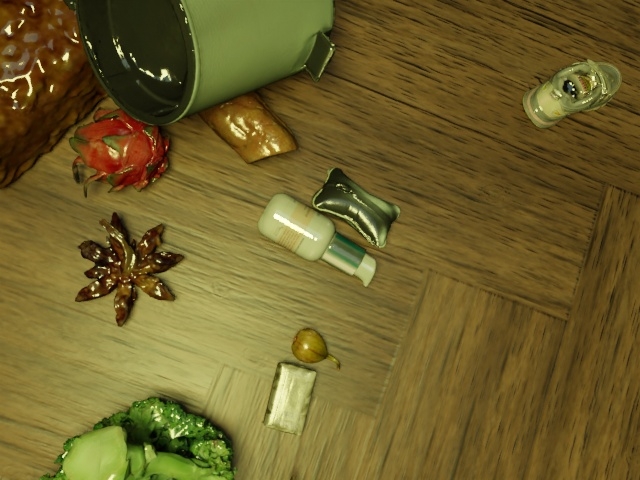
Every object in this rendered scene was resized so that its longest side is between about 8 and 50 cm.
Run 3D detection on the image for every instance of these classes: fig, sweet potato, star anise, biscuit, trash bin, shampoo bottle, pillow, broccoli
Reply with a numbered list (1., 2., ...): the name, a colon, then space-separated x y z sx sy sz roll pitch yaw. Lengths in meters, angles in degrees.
1. fig: -0.005 0.168 0.915 0.083 0.050 0.050 34 79 -11
2. sweet potato: -0.143 -0.200 0.934 0.252 0.097 0.097 40 79 7
3. star anise: -0.283 0.043 0.897 0.168 0.057 0.167 0 90 -10
4. biscuit: -0.459 -0.318 0.877 0.343 0.166 0.395 40 80 3
5. trash bin: -0.143 -0.293 0.798 0.277 0.217 0.262 44 47 11
6. shampoo bottle: 0.000 0.000 0.926 0.192 0.074 0.074 29 79 -2
7. pillow: 0.056 -0.053 0.951 0.136 0.091 0.055 34 117 -5
8. broccoli: -0.233 0.316 0.754 0.270 0.270 0.270 -2 54 2

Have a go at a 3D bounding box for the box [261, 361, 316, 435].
1. box: -0.046 0.232 0.899 0.062 0.045 0.098 17 78 -4

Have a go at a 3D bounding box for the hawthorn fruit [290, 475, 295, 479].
1. hawthorn fruit: -0.011 0.429 0.809 0.197 0.196 0.225 -16 67 -9

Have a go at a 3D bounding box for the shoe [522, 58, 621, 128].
1. shoe: 0.429 -0.257 1.010 0.180 0.092 0.089 -24 84 -10

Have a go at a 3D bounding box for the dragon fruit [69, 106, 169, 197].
1. dragon fruit: -0.295 -0.134 0.898 0.142 0.130 0.121 -4 115 -9
